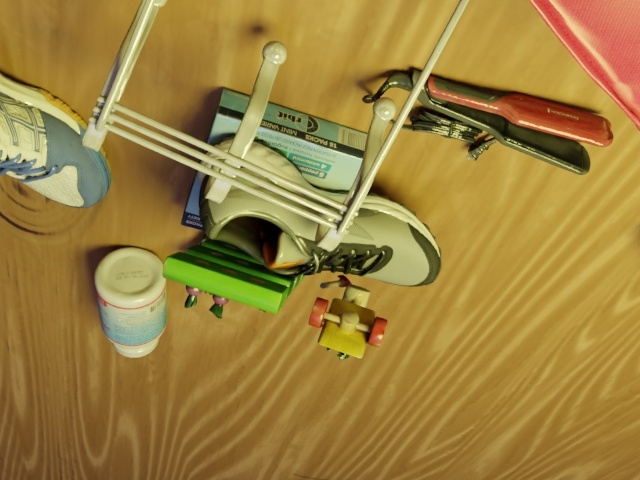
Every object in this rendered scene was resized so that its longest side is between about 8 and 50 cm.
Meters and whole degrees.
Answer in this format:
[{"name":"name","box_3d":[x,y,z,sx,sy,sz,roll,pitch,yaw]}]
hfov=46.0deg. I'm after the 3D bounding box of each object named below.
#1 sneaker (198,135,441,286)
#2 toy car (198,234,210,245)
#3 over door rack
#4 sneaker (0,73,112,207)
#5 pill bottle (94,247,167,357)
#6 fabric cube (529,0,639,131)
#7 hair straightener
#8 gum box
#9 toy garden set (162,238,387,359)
[{"name":"sneaker","box_3d":[0.000,0.000,0.750,0.271,0.108,0.100,21,138,-21]},{"name":"toy car","box_3d":[-0.099,0.030,0.916,0.122,0.060,0.040,13,174,2]},{"name":"over door rack","box_3d":[-0.017,-0.169,0.587,0.239,0.108,0.324,23,119,-16]},{"name":"sneaker","box_3d":[-0.329,-0.102,0.719,0.111,0.131,0.296,-19,137,27]},{"name":"pill bottle","box_3d":[-0.245,0.087,0.984,0.087,0.087,0.160,10,142,-4]},{"name":"fabric cube","box_3d":[0.261,-0.200,0.393,0.254,0.258,0.259,-26,132,34]},{"name":"hair straightener","box_3d":[0.148,-0.101,0.710,0.230,0.047,0.089,11,142,-5]},{"name":"gum box","box_3d":[-0.052,-0.062,0.798,0.157,0.041,0.184,15,141,-12]},{"name":"toy garden set","box_3d":[-0.036,0.056,0.772,0.203,0.049,0.244,18,-174,3]}]
